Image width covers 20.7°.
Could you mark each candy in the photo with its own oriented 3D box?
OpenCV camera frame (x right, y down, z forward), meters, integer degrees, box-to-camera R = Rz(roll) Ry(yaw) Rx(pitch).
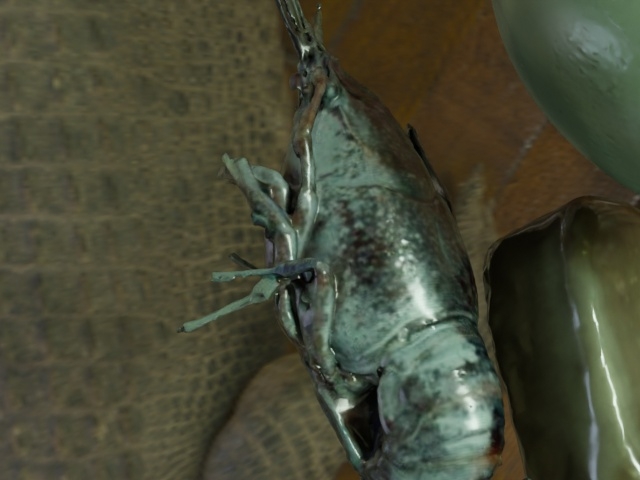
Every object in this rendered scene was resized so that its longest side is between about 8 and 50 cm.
[{"bbox_3d":[0.173,0.094,1.034,0.104,0.102,0.234,-32,64,56],"label":"candy"}]

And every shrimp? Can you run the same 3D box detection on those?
[{"bbox_3d":[0.001,0.002,1.072,0.137,0.172,0.372,-56,51,42],"label":"shrimp"}]

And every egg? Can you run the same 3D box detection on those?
[{"bbox_3d":[0.199,-0.122,0.895,0.203,0.203,0.282,-55,48,14],"label":"egg"}]

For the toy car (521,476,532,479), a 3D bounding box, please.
[{"bbox_3d":[0.099,0.199,0.853,0.100,0.191,0.097,36,107,0],"label":"toy car"}]
